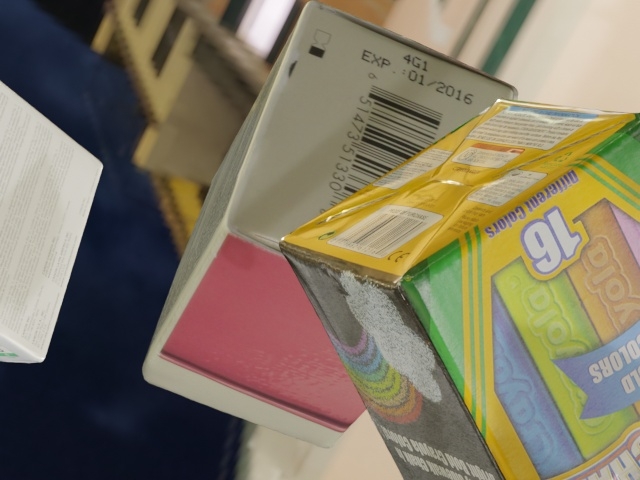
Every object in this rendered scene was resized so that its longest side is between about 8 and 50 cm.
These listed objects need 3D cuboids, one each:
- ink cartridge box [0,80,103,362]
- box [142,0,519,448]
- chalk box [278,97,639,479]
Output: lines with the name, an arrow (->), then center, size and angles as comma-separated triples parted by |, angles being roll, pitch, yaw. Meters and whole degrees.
ink cartridge box -> -0.270, -0.033, 1.503 | 0.056, 0.181, 0.225 | -4, 150, 36
box -> 0.000, 0.000, 1.100 | 0.127, 0.232, 0.148 | 22, -116, -6
chalk box -> 0.103, 0.063, 0.856 | 0.213, 0.132, 0.132 | 61, 163, -18
